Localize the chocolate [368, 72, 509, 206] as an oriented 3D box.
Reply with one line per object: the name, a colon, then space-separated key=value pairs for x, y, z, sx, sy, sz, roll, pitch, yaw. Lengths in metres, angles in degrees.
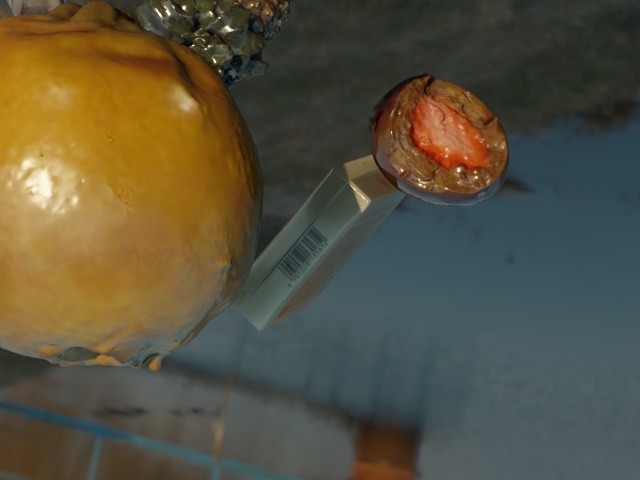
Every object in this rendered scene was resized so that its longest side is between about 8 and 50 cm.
chocolate: x=0.119 y=-0.088 z=1.755 sx=0.124 sy=0.133 sz=0.127 roll=-35 pitch=159 yaw=9

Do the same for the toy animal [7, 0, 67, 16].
toy animal: x=-0.355 y=-0.342 z=2.238 sx=0.091 sy=0.324 sz=0.195 roll=-2 pitch=-178 yaw=-7

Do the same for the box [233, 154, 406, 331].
box: x=0.000 y=0.000 z=1.951 sx=0.058 sy=0.201 sz=0.141 roll=44 pitch=-156 yaw=10

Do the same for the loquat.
loquat: x=-0.206 y=-0.044 z=1.559 sx=0.329 sy=0.328 sz=0.328 roll=10 pitch=166 yaw=3

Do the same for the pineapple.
pineapple: x=-0.135 y=-0.254 z=2.153 sx=0.170 sy=0.310 sz=0.141 roll=34 pitch=132 yaw=-10
